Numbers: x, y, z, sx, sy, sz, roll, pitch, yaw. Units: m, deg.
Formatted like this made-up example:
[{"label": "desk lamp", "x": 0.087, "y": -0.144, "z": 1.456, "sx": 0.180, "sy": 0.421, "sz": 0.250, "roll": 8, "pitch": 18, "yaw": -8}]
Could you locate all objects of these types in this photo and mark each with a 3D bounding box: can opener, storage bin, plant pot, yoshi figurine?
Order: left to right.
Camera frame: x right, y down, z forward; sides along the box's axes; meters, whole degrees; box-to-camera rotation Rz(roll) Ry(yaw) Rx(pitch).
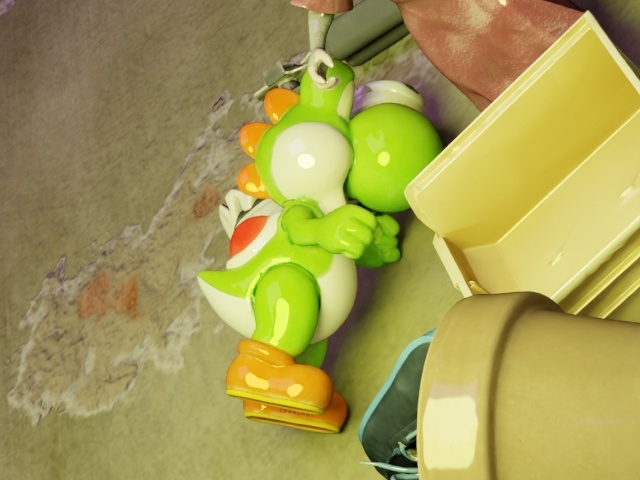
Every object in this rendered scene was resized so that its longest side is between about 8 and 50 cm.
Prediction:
[{"label": "yoshi figurine", "x": 0.026, "y": 0.001, "z": 1.773, "sx": 0.203, "sy": 0.203, "sz": 0.362, "roll": -8, "pitch": 67, "yaw": 49}, {"label": "can opener", "x": 0.042, "y": -0.207, "z": 2.079, "sx": 0.283, "sy": 0.076, "sz": 0.095, "roll": -30, "pitch": 72, "yaw": 32}, {"label": "storage bin", "x": 0.222, "y": -0.020, "z": 1.607, "sx": 0.260, "sy": 0.123, "sz": 0.262, "roll": -44, "pitch": 34, "yaw": 15}, {"label": "plant pot", "x": 0.227, "y": 0.161, "z": 1.360, "sx": 0.229, "sy": 0.263, "sz": 0.263, "roll": -6, "pitch": 54, "yaw": 27}]

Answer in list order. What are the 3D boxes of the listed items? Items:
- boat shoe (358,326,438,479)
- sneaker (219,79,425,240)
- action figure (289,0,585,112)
[{"label": "boat shoe", "x": 0.091, "y": 0.163, "z": 1.554, "sx": 0.109, "sy": 0.258, "sz": 0.089, "roll": -26, "pitch": 68, "yaw": -14}, {"label": "sneaker", "x": 0.011, "y": -0.056, "z": 1.942, "sx": 0.292, "sy": 0.110, "sz": 0.118, "roll": -43, "pitch": 41, "yaw": 32}, {"label": "action figure", "x": 0.101, "y": -0.281, "z": 1.729, "sx": 0.248, "sy": 0.370, "sz": 0.276, "roll": -34, "pitch": 27, "yaw": 45}]
